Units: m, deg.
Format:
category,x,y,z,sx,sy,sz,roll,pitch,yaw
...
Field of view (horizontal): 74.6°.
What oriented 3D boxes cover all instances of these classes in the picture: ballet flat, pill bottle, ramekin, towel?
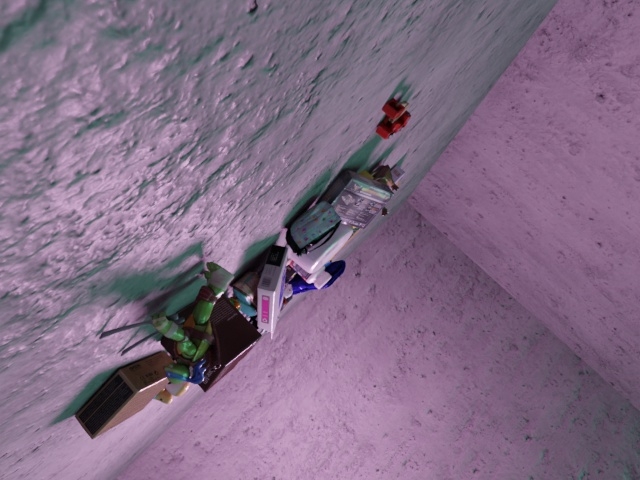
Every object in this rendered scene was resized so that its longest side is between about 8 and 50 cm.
category,x,y,z,sx,sy,sz,roll,pitch,yaw
ballet flat,-0.243,0.189,1.492,0.106,0.108,0.316,-57,177,-23
pill bottle,-0.044,0.123,1.836,0.108,0.180,0.108,-44,171,-9
ramekin,0.000,0.000,1.633,0.277,0.135,0.277,-44,171,-9
towel,-0.037,0.193,2.101,0.309,0.076,0.228,-15,-167,41

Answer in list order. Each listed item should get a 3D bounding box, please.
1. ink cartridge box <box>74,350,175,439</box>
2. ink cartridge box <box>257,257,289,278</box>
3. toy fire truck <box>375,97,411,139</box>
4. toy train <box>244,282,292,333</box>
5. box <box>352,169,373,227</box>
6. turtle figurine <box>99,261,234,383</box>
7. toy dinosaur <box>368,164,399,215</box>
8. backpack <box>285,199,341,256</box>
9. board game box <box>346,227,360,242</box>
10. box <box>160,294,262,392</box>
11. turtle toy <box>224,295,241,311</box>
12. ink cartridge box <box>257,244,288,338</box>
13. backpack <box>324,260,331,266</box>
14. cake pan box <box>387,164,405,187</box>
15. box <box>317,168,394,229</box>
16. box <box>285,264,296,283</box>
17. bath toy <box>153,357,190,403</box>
category,x,y,z,sx,sy,sz,roll,pitch,yaw
ink cartridge box,-0.551,0.440,1.226,0.193,0.088,0.235,-45,172,4
ink cartridge box,-0.184,0.129,1.652,0.145,0.045,0.179,-41,168,-12
toy fire truck,0.232,-0.380,1.282,0.192,0.047,0.135,-38,167,-42
toy train,-0.231,0.303,1.923,0.190,0.142,0.334,-44,174,-36
box,0.144,-0.152,1.585,0.088,0.058,0.232,-27,146,-19
turtle figurine,-0.335,0.169,0.970,0.197,0.275,0.266,73,38,-55
toy dinosaur,0.232,-0.242,1.715,0.295,0.127,0.200,-58,145,-29
backpack,-0.023,-0.044,1.369,0.182,0.115,0.152,-36,-168,13
board game box,0.072,-0.031,1.861,0.259,0.124,0.039,-46,170,3
box,-0.321,0.289,1.233,0.168,0.203,0.167,-53,168,34
turtle toy,-0.308,0.227,1.424,0.130,0.095,0.066,111,4,-70
ink cartridge box,-0.170,0.192,1.485,0.370,0.069,0.175,98,5,-53
backpack,-0.011,0.087,2.021,0.101,0.120,0.098,-47,172,9
cake pan box,0.308,-0.245,2.181,0.267,0.070,0.245,-44,169,-11
box,0.122,-0.139,1.478,0.231,0.056,0.183,12,127,-42
box,-0.151,0.153,1.895,0.062,0.052,0.083,-42,171,-28
bath toy,-0.460,0.416,1.451,0.129,0.151,0.348,24,114,-43
